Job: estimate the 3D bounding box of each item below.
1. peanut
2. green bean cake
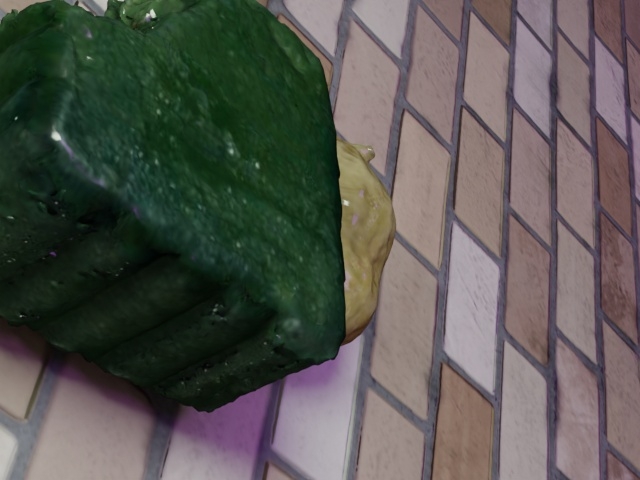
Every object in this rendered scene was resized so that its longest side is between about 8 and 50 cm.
[{"bbox_3d":[0.000,0.000,1.120,0.129,0.129,0.224,35,43,-35],"label":"peanut"},{"bbox_3d":[-0.128,-0.064,0.952,0.300,0.169,0.308,36,40,-37],"label":"green bean cake"}]
